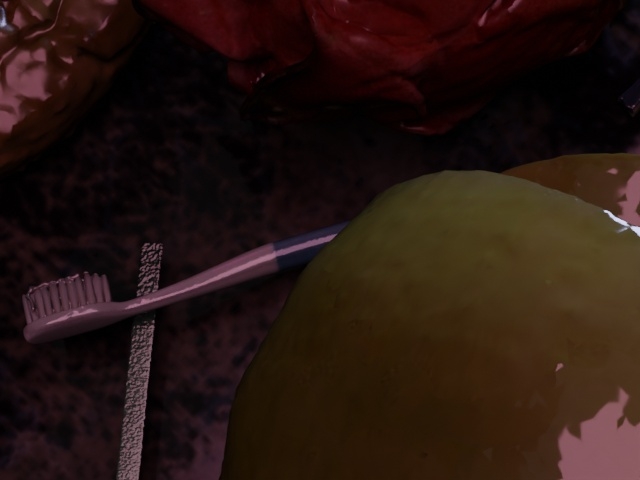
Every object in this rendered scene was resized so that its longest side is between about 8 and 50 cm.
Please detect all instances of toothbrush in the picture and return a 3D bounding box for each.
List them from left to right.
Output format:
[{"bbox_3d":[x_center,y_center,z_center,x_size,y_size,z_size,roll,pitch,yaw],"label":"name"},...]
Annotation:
[{"bbox_3d":[0.000,0.000,0.847,0.275,0.019,0.025,-15,64,0],"label":"toothbrush"}]

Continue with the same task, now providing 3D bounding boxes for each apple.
[{"bbox_3d":[0.100,0.100,0.668,0.254,0.292,0.292,37,82,22],"label":"apple"}]

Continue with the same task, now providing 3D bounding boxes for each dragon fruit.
[{"bbox_3d":[0.042,-0.155,0.773,0.233,0.293,0.234,9,74,-34],"label":"dragon fruit"}]

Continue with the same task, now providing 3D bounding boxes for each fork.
[{"bbox_3d":[-0.083,0.116,0.839,0.039,0.021,0.235,4,73,6],"label":"fork"}]

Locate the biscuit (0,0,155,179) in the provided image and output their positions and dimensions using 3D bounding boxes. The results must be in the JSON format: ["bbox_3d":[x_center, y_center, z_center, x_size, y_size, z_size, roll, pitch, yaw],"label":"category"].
[{"bbox_3d":[-0.213,-0.146,0.909,0.295,0.075,0.296,-2,75,8],"label":"biscuit"}]

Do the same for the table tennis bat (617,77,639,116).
[{"bbox_3d":[0.166,-0.089,0.863,0.083,0.007,0.050,-44,72,-7],"label":"table tennis bat"}]
